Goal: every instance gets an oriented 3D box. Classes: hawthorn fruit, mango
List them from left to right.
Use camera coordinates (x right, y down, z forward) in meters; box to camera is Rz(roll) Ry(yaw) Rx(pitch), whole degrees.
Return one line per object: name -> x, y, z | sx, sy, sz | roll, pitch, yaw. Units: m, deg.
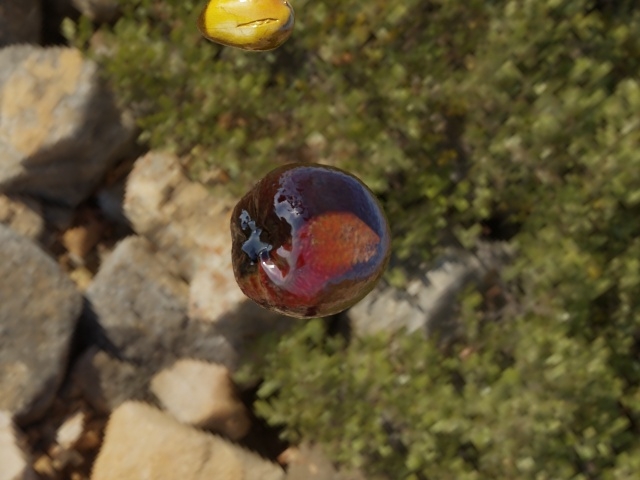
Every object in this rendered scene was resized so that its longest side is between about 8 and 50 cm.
mango -> -0.066, -0.193, 1.361 | 0.046, 0.089, 0.060 | -74, 155, -60
hawthorn fruit -> 0.000, 0.000, 1.610 | 0.188, 0.169, 0.169 | -7, 64, -42
